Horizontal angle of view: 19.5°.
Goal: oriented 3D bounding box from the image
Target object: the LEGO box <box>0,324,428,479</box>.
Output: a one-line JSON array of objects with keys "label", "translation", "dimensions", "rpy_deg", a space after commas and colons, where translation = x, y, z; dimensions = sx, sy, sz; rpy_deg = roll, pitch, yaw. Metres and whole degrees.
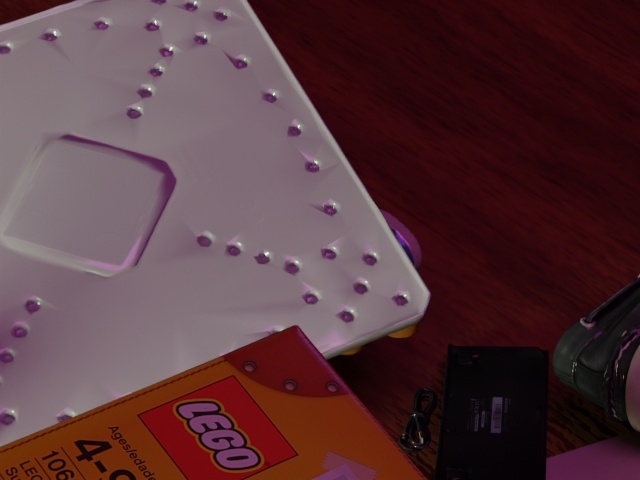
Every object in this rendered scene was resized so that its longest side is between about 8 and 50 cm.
[{"label": "LEGO box", "translation": [-0.032, 0.329, 0.948], "dimensions": [0.372, 0.193, 0.500], "rpy_deg": [-21, 55, -32]}]

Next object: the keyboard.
[{"label": "keyboard", "translation": [0.114, 0.136, 1.379], "dimensions": [0.108, 0.023, 0.180], "rpy_deg": [1, 32, 8]}]

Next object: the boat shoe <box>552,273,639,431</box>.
[{"label": "boat shoe", "translation": [0.300, 0.049, 1.475], "dimensions": [0.113, 0.127, 0.340], "rpy_deg": [14, 35, 37]}]

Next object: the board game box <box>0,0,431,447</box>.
[{"label": "board game box", "translation": [-0.174, -0.014, 1.402], "dimensions": [0.390, 0.050, 0.390], "rpy_deg": [-21, 57, -15]}]

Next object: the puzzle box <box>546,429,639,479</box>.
[{"label": "puzzle box", "translation": [0.352, 0.200, 1.327], "dimensions": [0.409, 0.052, 0.272], "rpy_deg": [-14, 29, -23]}]

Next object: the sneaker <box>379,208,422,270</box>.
[{"label": "sneaker", "translation": [0.000, 0.001, 1.471], "dimensions": [0.152, 0.058, 0.084], "rpy_deg": [31, 45, 18]}]
